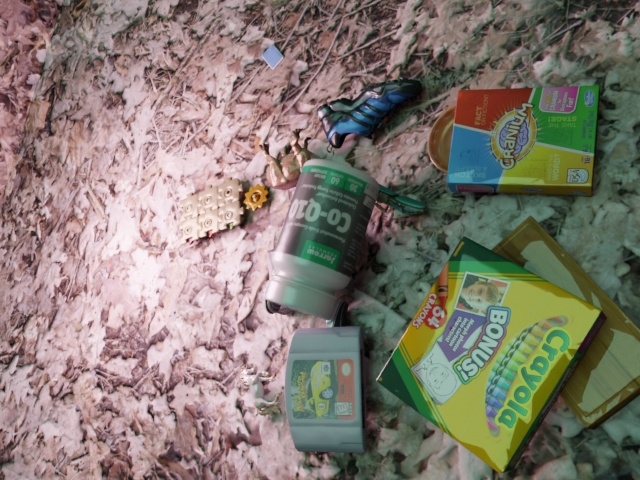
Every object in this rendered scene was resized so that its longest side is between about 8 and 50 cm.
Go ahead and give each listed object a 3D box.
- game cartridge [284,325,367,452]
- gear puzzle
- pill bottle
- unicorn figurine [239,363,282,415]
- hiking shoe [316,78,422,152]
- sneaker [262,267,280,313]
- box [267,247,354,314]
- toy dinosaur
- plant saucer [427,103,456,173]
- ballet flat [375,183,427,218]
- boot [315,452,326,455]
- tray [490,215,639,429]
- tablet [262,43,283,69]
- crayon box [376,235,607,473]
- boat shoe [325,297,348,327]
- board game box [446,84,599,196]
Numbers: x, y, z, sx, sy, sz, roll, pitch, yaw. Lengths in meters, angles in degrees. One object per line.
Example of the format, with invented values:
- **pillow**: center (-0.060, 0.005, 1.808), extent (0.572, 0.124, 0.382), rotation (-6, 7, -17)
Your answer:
- **game cartridge**: center (0.011, 0.357, 1.596), extent (0.195, 0.060, 0.295), rotation (-6, 78, 21)
- **gear puzzle**: center (-0.296, -0.102, 2.049), extent (0.338, 0.044, 0.176), rotation (-18, 63, 25)
- **pill bottle**: center (0.000, 0.000, 1.634), extent (0.204, 0.204, 0.361), rotation (12, 81, 37)
- **unicorn figurine**: center (-0.163, 0.390, 1.769), extent (0.111, 0.060, 0.162), rotation (-23, 62, 26)
- **hiking shoe**: center (0.143, -0.346, 1.809), extent (0.303, 0.113, 0.132), rotation (-16, 93, 25)
- **sneaker**: center (-0.094, 0.116, 1.744), extent (0.074, 0.063, 0.171), rotation (13, 77, 42)
- **box**: center (-0.030, 0.082, 1.788), extent (0.230, 0.056, 0.183), rotation (-22, 64, 27)
- **toy dinosaur**: center (-0.075, -0.191, 1.880), extent (0.295, 0.127, 0.201), rotation (-13, 83, 40)
- **plant saucer**: center (0.365, -0.251, 1.646), extent (0.199, 0.037, 0.200), rotation (-12, 68, 31)
- **ballet flat**: center (0.192, -0.092, 1.702), extent (0.188, 0.070, 0.070), rotation (31, 93, 39)
- **boot**: center (0.023, 0.465, 1.632), extent (0.118, 0.042, 0.087), rotation (-35, 51, 19)
- **tray**: center (0.502, 0.160, 1.386), extent (0.203, 0.076, 0.411), rotation (-44, 54, 14)
- **tablet**: center (-0.154, -0.593, 2.140), extent (0.054, 0.006, 0.083), rotation (-45, 54, 14)
- **crayon box**: center (0.340, 0.224, 1.350), extent (0.313, 0.106, 0.363), rotation (32, 92, 34)
- **boat shoe**: center (0.049, 0.260, 1.664), extent (0.076, 0.080, 0.229), rotation (8, 75, 18)
- **board game box**: center (0.462, -0.228, 1.519), extent (0.316, 0.064, 0.243), rotation (3, 76, 24)
